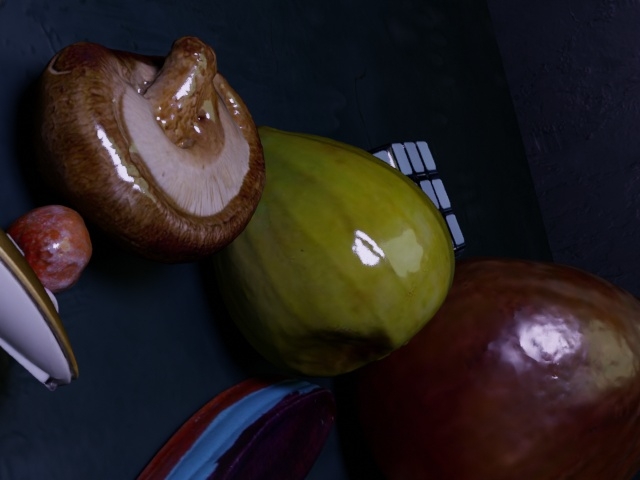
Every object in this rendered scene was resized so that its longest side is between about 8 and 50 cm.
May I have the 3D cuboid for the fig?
[{"bbox_3d":[0.000,0.000,0.950,0.271,0.239,0.239,56,27,-7],"label":"fig"}]

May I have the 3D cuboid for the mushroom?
[{"bbox_3d":[-0.150,-0.072,0.800,0.231,0.138,0.194,8,76,-54],"label":"mushroom"}]

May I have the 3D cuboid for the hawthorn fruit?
[{"bbox_3d":[-0.214,0.011,0.688,0.103,0.067,0.066,-23,98,-59],"label":"hawthorn fruit"}]

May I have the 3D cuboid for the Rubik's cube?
[{"bbox_3d":[0.069,-0.025,1.187,0.160,0.162,0.163,-17,85,-66],"label":"Rubik's cube"}]

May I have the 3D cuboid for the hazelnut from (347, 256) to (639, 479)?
[{"bbox_3d":[0.239,0.188,1.176,0.421,0.421,0.352,53,16,-41],"label":"hazelnut"}]

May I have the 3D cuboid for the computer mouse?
[{"bbox_3d":[-0.232,-0.004,0.577,0.056,0.126,0.245,-45,117,-14],"label":"computer mouse"}]

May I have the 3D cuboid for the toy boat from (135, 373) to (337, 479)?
[{"bbox_3d":[-0.077,0.216,0.870,0.392,0.079,0.136,-26,99,-68],"label":"toy boat"}]
